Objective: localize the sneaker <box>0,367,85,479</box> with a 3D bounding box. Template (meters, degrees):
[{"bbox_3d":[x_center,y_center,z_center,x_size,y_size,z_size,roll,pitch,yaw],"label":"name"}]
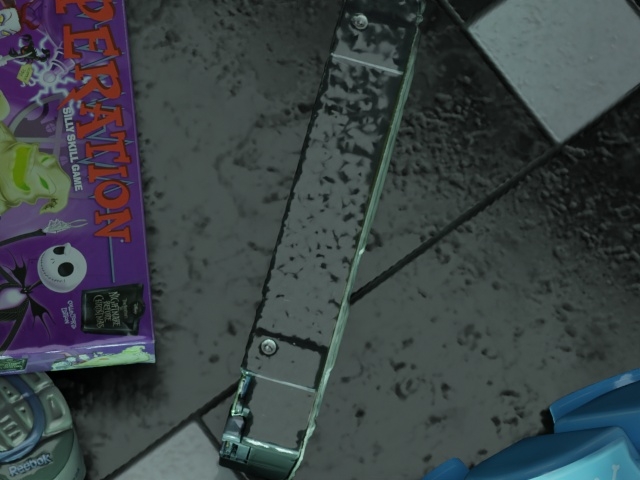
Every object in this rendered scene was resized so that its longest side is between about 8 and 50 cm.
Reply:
[{"bbox_3d":[-0.277,0.085,1.435,0.111,0.129,0.297,-34,66,-7],"label":"sneaker"}]

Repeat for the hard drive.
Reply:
[{"bbox_3d":[0.000,0.000,1.402,0.064,0.237,0.339,16,77,0],"label":"hard drive"}]

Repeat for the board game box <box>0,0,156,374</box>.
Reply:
[{"bbox_3d":[-0.235,-0.071,1.395,0.208,0.056,0.347,-4,67,-9],"label":"board game box"}]

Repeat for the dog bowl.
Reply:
[{"bbox_3d":[0.201,0.161,1.390,0.297,0.166,0.074,-22,94,-41],"label":"dog bowl"}]
